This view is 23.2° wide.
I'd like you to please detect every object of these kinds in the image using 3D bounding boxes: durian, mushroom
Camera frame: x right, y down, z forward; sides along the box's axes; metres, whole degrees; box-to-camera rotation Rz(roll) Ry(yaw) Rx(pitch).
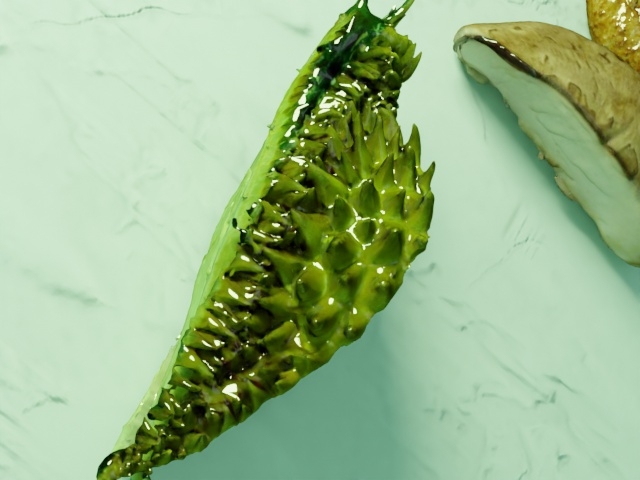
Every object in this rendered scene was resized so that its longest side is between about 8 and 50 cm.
[{"bbox_3d":[-0.004,-0.005,0.874,0.106,0.132,0.375,33,67,-8],"label":"durian"},{"bbox_3d":[0.182,-0.081,1.046,0.210,0.072,0.094,51,50,-11],"label":"mushroom"}]

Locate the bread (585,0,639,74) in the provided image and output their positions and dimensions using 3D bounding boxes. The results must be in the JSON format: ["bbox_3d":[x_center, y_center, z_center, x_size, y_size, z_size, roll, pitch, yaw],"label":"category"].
[{"bbox_3d":[0.275,-0.158,1.133,0.193,0.064,0.193,9,71,-28],"label":"bread"}]
